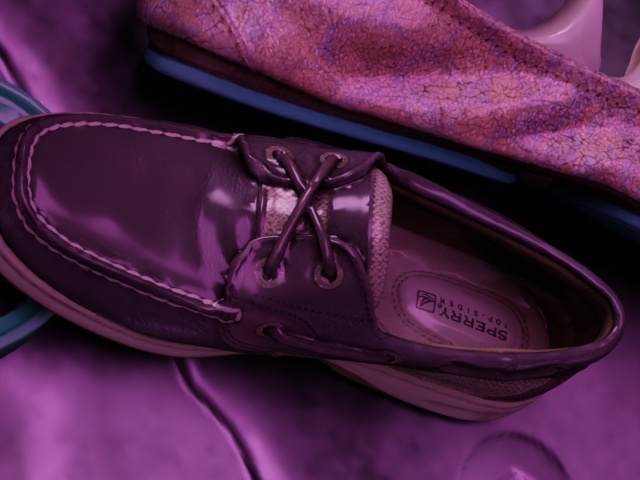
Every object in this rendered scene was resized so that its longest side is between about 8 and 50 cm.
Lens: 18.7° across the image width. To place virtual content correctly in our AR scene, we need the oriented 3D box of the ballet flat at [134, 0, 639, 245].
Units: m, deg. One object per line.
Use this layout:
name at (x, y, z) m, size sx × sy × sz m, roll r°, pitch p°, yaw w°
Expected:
ballet flat at (0.095, -0.056, 0.670) m, size 0.316 × 0.107 × 0.106 m, roll 20°, pitch 96°, yaw -20°

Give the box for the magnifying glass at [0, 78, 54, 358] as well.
magnifying glass at (-0.151, 0.036, 0.567) m, size 0.092 × 0.026 × 0.231 m, roll 43°, pitch 58°, yaw -7°

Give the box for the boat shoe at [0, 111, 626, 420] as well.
boat shoe at (0.000, 0.001, 0.617) m, size 0.223 × 0.073 × 0.080 m, roll 19°, pitch 61°, yaw -29°
